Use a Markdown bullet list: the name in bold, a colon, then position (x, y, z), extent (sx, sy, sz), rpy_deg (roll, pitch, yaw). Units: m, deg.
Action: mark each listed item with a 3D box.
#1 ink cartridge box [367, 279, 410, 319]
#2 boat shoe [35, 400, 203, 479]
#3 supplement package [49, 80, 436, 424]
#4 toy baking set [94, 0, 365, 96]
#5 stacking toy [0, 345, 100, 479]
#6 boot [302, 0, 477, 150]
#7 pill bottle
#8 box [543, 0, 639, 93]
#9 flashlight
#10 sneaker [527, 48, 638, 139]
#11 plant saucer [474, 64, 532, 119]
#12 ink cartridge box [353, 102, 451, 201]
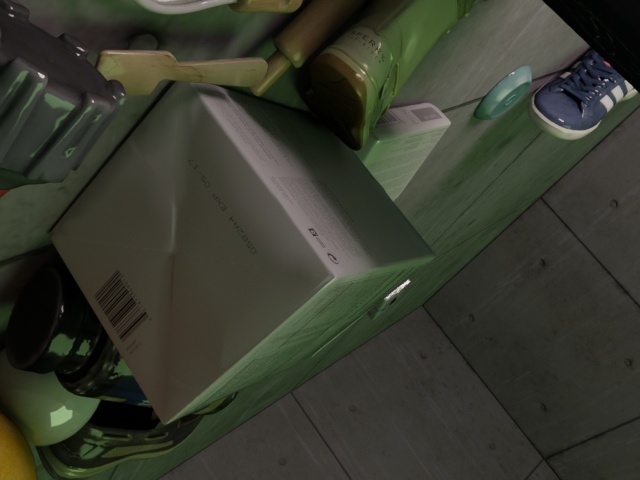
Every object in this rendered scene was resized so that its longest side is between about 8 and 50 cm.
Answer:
- **ink cartridge box**: position (0.115, 0.088, 1.363), extent (0.072, 0.127, 0.175), rpy_deg (-36, 166, -16)
- **boat shoe**: position (-0.289, 0.290, 1.034), extent (0.130, 0.132, 0.355), rpy_deg (-44, 165, 23)
- **supplement package**: position (-0.056, 0.006, 0.587), extent (0.198, 0.199, 0.262), rpy_deg (-42, 164, 21)
- **toy baking set**: position (-0.036, -0.180, 0.418), extent (0.256, 0.030, 0.196), rpy_deg (-46, 158, 8)
- **stacking toy**: position (-0.376, 0.251, 0.536), extent (0.480, 0.350, 0.351), rpy_deg (-46, 176, -48)
- **boot**: position (0.063, -0.173, 0.564), extent (0.165, 0.077, 0.213), rpy_deg (-49, 180, -3)
- **pill bottle**: position (-0.185, 0.101, 0.621), extent (0.123, 0.123, 0.219), rpy_deg (-43, 138, 20)
- **box**: position (0.324, -0.202, 0.457), extent (0.212, 0.395, 0.293), rpy_deg (-45, 164, 23)
- **flashlight**: position (-0.235, 0.004, 0.377), extent (0.304, 0.103, 0.103), rpy_deg (-43, -170, 17)
- **sneaker**: position (0.517, -0.309, 1.138), extent (0.350, 0.131, 0.148), rpy_deg (-35, 159, -32)
- **plant saucer**: position (0.312, -0.242, 1.037), extent (0.119, 0.021, 0.119), rpy_deg (-35, 165, -11)
- **ink cartridge box**: position (0.061, -0.080, 0.847), extent (0.181, 0.056, 0.225), rpy_deg (-22, 154, -47)
